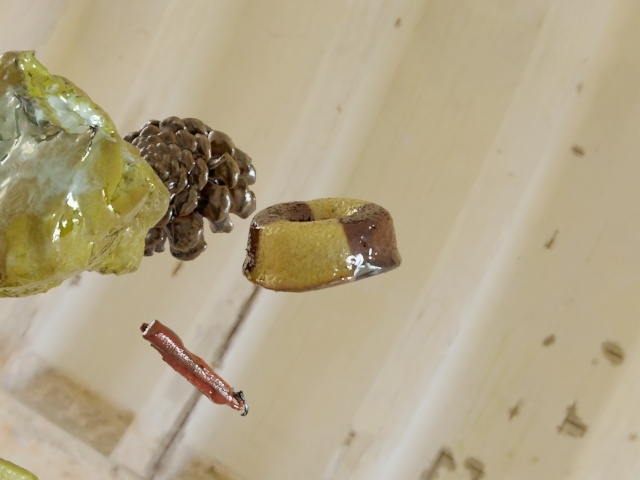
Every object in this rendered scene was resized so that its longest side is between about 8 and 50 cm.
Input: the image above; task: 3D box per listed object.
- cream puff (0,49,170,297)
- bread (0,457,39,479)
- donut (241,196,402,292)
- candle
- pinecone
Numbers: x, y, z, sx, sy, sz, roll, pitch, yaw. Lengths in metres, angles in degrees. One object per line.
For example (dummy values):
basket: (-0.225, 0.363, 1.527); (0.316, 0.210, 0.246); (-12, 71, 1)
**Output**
cream puff: (-0.346, -0.047, 1.360); (0.323, 0.274, 0.270); (48, -6, 35)
bread: (-0.557, 0.263, 1.465); (0.361, 0.077, 0.138); (34, -22, -18)
donut: (0.000, 0.000, 1.238); (0.184, 0.073, 0.166); (-8, 16, -20)
candle: (-0.249, 0.261, 2.216); (0.301, 0.059, 0.084); (44, -12, -22)
pinecone: (-0.225, -0.082, 1.821); (0.244, 0.244, 0.309); (25, 12, 29)
